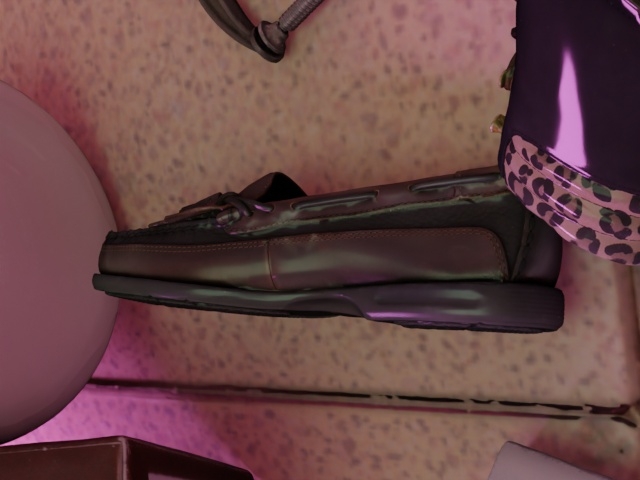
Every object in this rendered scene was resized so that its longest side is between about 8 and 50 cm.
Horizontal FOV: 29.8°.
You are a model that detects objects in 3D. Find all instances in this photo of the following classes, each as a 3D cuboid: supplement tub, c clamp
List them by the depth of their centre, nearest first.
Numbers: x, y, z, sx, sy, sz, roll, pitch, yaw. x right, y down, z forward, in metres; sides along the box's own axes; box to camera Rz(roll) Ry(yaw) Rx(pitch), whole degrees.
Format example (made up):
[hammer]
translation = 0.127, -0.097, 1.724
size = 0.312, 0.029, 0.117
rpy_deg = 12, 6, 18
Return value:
[c clamp]
translation = -0.005, -0.150, 0.619
size = 0.160, 0.022, 0.137
rpy_deg = -32, 83, 37
[supplement tub]
translation = -0.306, 0.037, 0.760
size = 0.316, 0.228, 0.228
rpy_deg = -18, 92, 38

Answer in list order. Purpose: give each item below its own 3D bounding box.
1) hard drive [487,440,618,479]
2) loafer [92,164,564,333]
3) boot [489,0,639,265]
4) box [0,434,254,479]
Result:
[hard drive]
translation = 0.198, 0.253, 0.502
size = 0.353, 0.047, 0.233
rpy_deg = 17, 79, 32
[loafer]
translation = 0.000, 0.000, 0.630
size = 0.267, 0.096, 0.084
rpy_deg = 3, 85, 28
[boot]
translation = 0.094, -0.119, 0.514
size = 0.236, 0.085, 0.179
rpy_deg = 50, 145, 37
[box]
translation = -0.245, 0.203, 0.690
size = 0.381, 0.191, 0.143
rpy_deg = -6, 73, 16
